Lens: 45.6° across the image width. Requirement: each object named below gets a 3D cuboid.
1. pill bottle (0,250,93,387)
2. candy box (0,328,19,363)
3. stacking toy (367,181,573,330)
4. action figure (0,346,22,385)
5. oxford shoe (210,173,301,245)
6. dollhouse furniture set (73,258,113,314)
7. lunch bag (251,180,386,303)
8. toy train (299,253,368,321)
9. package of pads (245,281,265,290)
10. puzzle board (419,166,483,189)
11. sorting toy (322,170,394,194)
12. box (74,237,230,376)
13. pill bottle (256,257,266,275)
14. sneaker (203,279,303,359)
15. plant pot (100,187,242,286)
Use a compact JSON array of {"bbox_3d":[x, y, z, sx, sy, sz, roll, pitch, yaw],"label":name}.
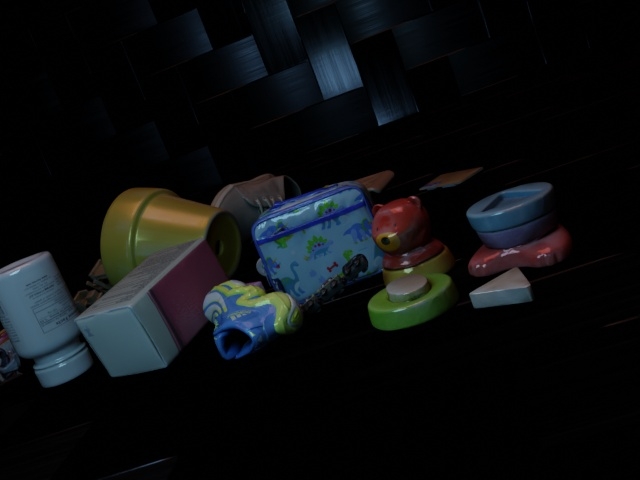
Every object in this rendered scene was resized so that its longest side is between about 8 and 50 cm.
[{"bbox_3d":[-0.515,0.148,1.411,0.131,0.229,0.131,-20,12,5],"label":"pill bottle"},{"bbox_3d":[-0.736,0.251,1.755,0.109,0.053,0.187,-17,12,19],"label":"candy box"},{"bbox_3d":[0.191,0.001,1.105,0.309,0.130,0.279,-15,13,27],"label":"stacking toy"},{"bbox_3d":[-0.661,0.272,1.442,0.185,0.099,0.285,-34,11,-14],"label":"action figure"},{"bbox_3d":[-0.171,-0.079,2.023,0.130,0.169,0.449,6,21,20],"label":"oxford shoe"},{"bbox_3d":[-0.500,0.123,1.905,0.182,0.101,0.161,-12,40,34],"label":"dollhouse furniture set"},{"bbox_3d":[0.000,0.000,1.316,0.219,0.176,0.090,-19,12,8],"label":"lunch bag"},{"bbox_3d":[0.015,0.074,1.192,0.158,0.027,0.036,-43,26,23],"label":"toy train"},{"bbox_3d":[-0.146,0.107,1.435,0.050,0.032,0.083,-14,14,34],"label":"package of pads"},{"bbox_3d":[0.310,-0.144,1.809,0.096,0.011,0.128,-32,16,-38],"label":"puzzle board"},{"bbox_3d":[0.089,-0.135,2.095,0.208,0.038,0.193,-11,15,22],"label":"sorting toy"},{"bbox_3d":[-0.284,0.115,1.341,0.148,0.127,0.232,-15,21,34],"label":"box"},{"bbox_3d":[-0.104,0.043,1.615,0.043,0.043,0.083,-17,13,18],"label":"pill bottle"},{"bbox_3d":[-0.143,0.127,1.212,0.126,0.091,0.240,-32,17,-38],"label":"sneaker"},{"bbox_3d":[-0.318,0.010,1.703,0.239,0.254,0.254,2,22,24],"label":"plant pot"}]
